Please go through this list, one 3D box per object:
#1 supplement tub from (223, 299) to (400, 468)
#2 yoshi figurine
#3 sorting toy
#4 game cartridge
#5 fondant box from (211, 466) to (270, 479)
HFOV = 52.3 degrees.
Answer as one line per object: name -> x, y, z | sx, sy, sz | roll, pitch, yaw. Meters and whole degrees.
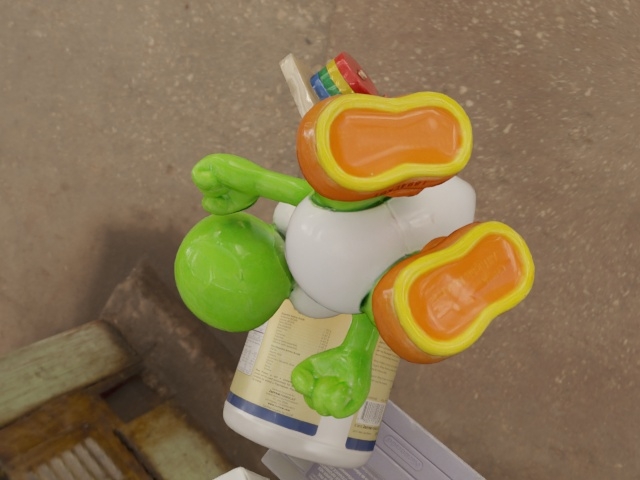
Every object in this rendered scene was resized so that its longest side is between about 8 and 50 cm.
supplement tub -> 0.008, 0.150, 0.972 | 0.228, 0.228, 0.316 | 14, 80, 28
yoshi figurine -> -0.021, 0.017, 0.516 | 0.203, 0.362, 0.203 | 25, 76, -14
sorting toy -> 0.083, -0.145, 0.949 | 0.089, 0.255, 0.257 | -36, 53, 21
game cartridge -> 0.100, 0.396, 1.068 | 0.355, 0.068, 0.230 | 38, 86, 21
fondant box -> -0.162, 0.396, 0.598 | 0.330, 0.096, 0.238 | -26, 61, -1
